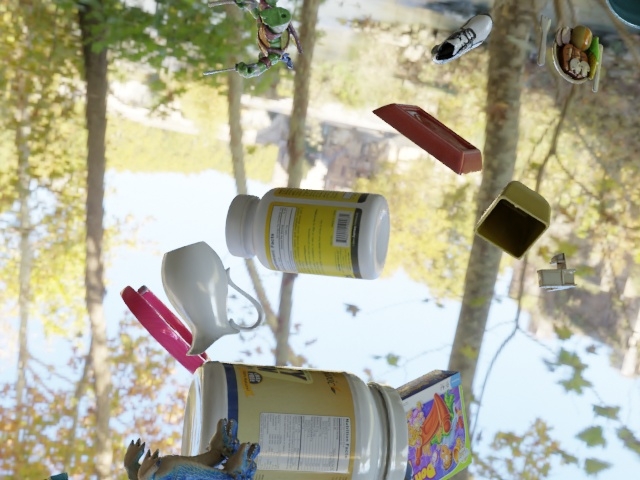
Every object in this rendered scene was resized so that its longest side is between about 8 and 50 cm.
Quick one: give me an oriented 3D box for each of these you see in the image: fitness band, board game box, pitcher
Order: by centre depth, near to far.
[{"bbox_3d":[-0.215,0.104,1.574,0.177,0.207,0.125,-18,180,-30],"label":"pitcher"},{"bbox_3d":[0.202,0.461,1.824,0.347,0.233,0.078,-16,-171,-42],"label":"board game box"},{"bbox_3d":[-0.355,0.207,1.853,0.291,0.054,0.209,52,173,-37],"label":"fitness band"}]

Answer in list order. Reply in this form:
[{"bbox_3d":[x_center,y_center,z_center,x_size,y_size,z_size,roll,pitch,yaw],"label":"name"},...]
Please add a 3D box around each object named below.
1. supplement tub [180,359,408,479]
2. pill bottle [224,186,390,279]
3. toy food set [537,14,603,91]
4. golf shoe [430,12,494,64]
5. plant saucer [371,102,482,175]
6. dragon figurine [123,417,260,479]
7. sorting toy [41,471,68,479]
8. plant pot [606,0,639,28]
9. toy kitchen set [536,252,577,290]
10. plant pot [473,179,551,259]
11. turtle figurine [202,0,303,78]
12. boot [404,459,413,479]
[{"bbox_3d":[-0.045,0.309,1.232,0.316,0.228,0.228,7,-171,-16],"label":"supplement tub"},{"bbox_3d":[-0.028,-0.020,1.726,0.334,0.188,0.188,5,-173,17],"label":"pill bottle"},{"bbox_3d":[0.553,-0.406,1.717,0.192,0.132,0.038,15,167,-28],"label":"toy food set"},{"bbox_3d":[0.397,-0.553,2.206,0.077,0.198,0.094,50,-161,-9],"label":"golf shoe"},{"bbox_3d":[0.272,-0.253,1.906,0.258,0.048,0.259,38,-161,14],"label":"plant saucer"},{"bbox_3d":[-0.180,0.321,0.893,0.144,0.289,0.085,42,157,-31],"label":"dragon figurine"},{"bbox_3d":[-0.533,0.471,1.488,0.196,0.047,0.347,0,160,-33],"label":"sorting toy"},{"bbox_3d":[0.648,-0.574,1.487,0.293,0.293,0.196,8,-130,-19],"label":"plant pot"},{"bbox_3d":[0.432,0.059,1.514,0.075,0.068,0.083,0,170,-16],"label":"toy kitchen set"},{"bbox_3d":[0.284,-0.040,1.154,0.081,0.081,0.083,32,-137,1],"label":"plant pot"},{"bbox_3d":[-0.173,-0.505,1.906,0.274,0.198,0.266,28,157,-5],"label":"turtle figurine"},{"bbox_3d":[0.143,0.453,1.428,0.219,0.106,0.082,52,169,-33],"label":"boot"}]
